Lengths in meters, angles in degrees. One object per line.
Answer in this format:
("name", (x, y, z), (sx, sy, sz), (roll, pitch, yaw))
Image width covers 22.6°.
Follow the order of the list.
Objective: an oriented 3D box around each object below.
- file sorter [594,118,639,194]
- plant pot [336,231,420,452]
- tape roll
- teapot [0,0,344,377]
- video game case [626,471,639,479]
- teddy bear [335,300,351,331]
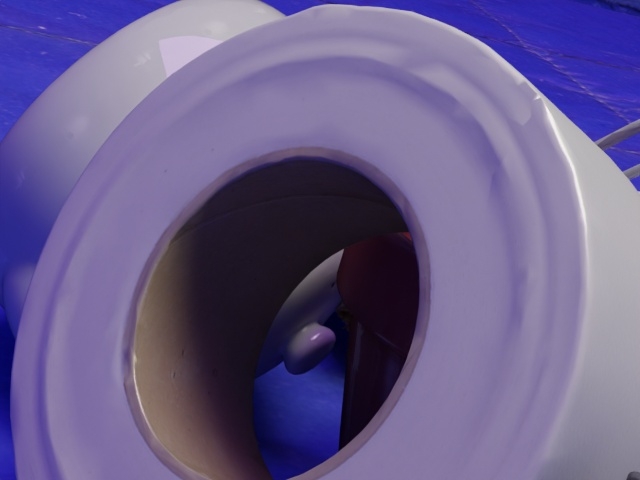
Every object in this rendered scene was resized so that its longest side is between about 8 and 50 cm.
("file sorter", (0.265, 0.036, 0.996), (0.278, 0.192, 0.173), (1, -19, -38))
("plant pot", (0.092, 0.083, 0.832), (0.201, 0.180, 0.201), (15, 18, -5))
("tape roll", (0.003, 0.048, 0.682), (0.286, 0.286, 0.100), (32, 0, 38))
("teapot", (-0.056, -0.004, 0.915), (0.187, 0.256, 0.252), (47, 8, 15))
("video game case", (0.095, 0.184, 0.421), (0.248, 0.035, 0.275), (-23, 34, -30))
("teddy bear", (0.000, 0.000, 1.142), (0.338, 0.113, 0.245), (18, 11, 28))
